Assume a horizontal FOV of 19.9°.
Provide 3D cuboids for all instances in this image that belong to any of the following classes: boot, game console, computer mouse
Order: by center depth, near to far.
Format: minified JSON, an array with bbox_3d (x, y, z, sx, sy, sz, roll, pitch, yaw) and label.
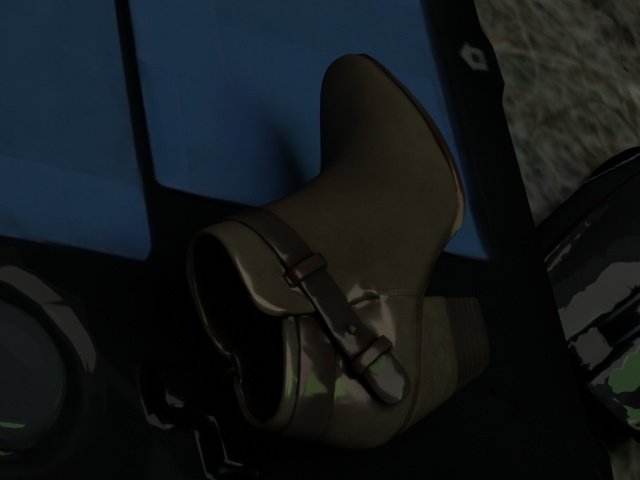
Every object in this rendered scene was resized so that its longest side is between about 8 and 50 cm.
[{"bbox_3d":[0.000,0.000,0.498,0.087,0.042,0.118,-4,63,-43],"label":"boot"},{"bbox_3d":[-0.076,-0.083,0.555,0.342,0.060,0.387,9,55,-32],"label":"game console"},{"bbox_3d":[0.144,0.051,0.687,0.262,0.060,0.184,-27,80,-50],"label":"computer mouse"}]
